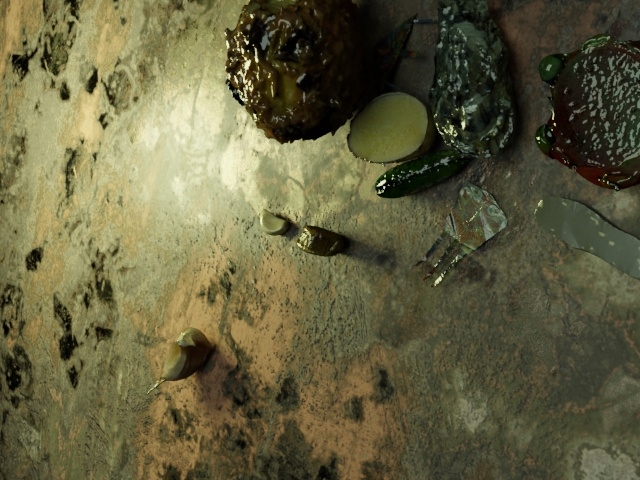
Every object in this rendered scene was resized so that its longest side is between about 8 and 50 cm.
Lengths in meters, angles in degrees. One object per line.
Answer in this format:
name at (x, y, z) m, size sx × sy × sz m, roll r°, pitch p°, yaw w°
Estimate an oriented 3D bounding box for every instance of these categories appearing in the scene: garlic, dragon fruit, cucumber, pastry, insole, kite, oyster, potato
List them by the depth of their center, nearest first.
dragon fruit at (0.497, -0.219, 1.509) m, size 0.268 × 0.130 × 0.295 m, roll -52°, pitch 59°, yaw 29°
insole at (0.491, -0.010, 1.594) m, size 0.248 × 0.011 × 0.081 m, roll 36°, pitch 115°, yaw 34°
oyster at (0.280, -0.327, 1.702) m, size 0.162 × 0.158 × 0.351 m, roll -11°, pitch 95°, yaw 6°
kite at (0.272, -0.008, 1.787) m, size 0.229 × 0.016 × 0.127 m, roll -50°, pitch 56°, yaw 26°
cucumber at (0.206, -0.136, 1.812) m, size 0.227 × 0.069 × 0.069 m, roll -20°, pitch 77°, yaw 36°
potato at (0.156, -0.217, 1.843) m, size 0.200 × 0.081 × 0.164 m, roll 0°, pitch 74°, yaw 39°
pastry at (-0.047, -0.363, 1.859) m, size 0.292 × 0.405 × 0.338 m, roll -7°, pitch 118°, yaw 6°
kite at (0.154, -0.397, 1.865) m, size 0.160 × 0.010 × 0.183 m, roll 26°, pitch 92°, yaw 53°
pastry at (0.000, 0.000, 1.968) m, size 0.109 × 0.097 × 0.057 m, roll 24°, pitch 105°, yaw 38°
garlic at (-0.112, -0.038, 2.108) m, size 0.083 × 0.041 × 0.053 m, roll 24°, pitch 92°, yaw 31°
garlic at (-0.357, 0.303, 2.261) m, size 0.090 × 0.128 × 0.198 m, roll 46°, pitch 117°, yaw 13°
